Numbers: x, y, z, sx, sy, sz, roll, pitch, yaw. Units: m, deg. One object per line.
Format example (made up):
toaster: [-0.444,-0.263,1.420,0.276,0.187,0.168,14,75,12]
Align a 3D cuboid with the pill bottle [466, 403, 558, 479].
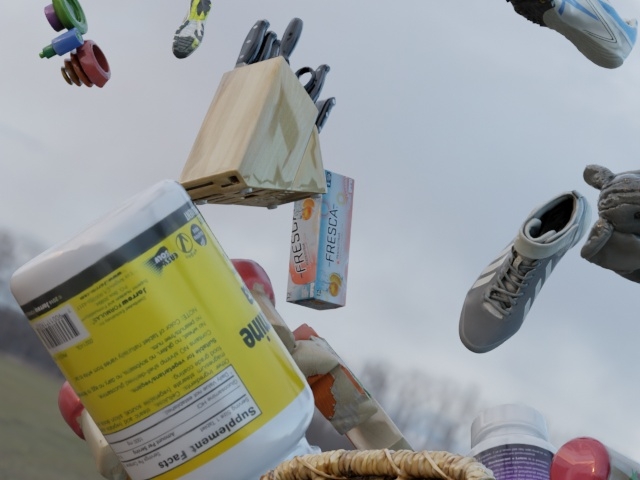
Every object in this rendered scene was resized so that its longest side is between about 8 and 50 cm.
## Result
pill bottle: [0.195,0.262,1.739,0.108,0.193,0.108,0,-45,0]

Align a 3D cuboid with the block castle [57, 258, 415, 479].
block castle: [-0.069,0.262,2.099,0.453,0.303,0.213,52,-1,-29]

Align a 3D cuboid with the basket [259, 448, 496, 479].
basket: [-0.028,0.279,1.184,0.213,0.299,0.223,21,-35,21]

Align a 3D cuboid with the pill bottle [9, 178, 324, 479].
pill bottle: [-0.125,0.126,1.619,0.334,0.188,0.188,58,-12,-6]

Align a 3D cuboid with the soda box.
soda box: [0.000,0.000,2.359,0.063,0.183,0.058,17,-19,-42]

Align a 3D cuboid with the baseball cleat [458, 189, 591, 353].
baseball cleat: [0.206,0.028,1.836,0.072,0.206,0.109,35,3,18]

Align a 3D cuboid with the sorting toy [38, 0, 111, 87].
sorting toy: [-0.232,-0.181,1.592,0.102,0.042,0.061,64,13,-7]

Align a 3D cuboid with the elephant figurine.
elephant figurine: [0.414,-0.038,2.311,0.239,0.186,0.169,33,17,-46]

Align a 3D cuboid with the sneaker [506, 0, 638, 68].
sneaker: [0.324,-0.315,2.290,0.237,0.086,0.085,32,-19,-30]

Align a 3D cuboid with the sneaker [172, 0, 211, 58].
sneaker: [-0.140,-0.229,1.910,0.031,0.083,0.035,23,-28,-2]

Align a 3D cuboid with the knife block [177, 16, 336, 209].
knife block: [-0.077,-0.164,2.076,0.088,0.242,0.275,-14,-8,29]

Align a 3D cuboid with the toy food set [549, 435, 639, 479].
toy food set: [0.123,0.190,0.935,0.104,0.232,0.111,30,2,-40]
